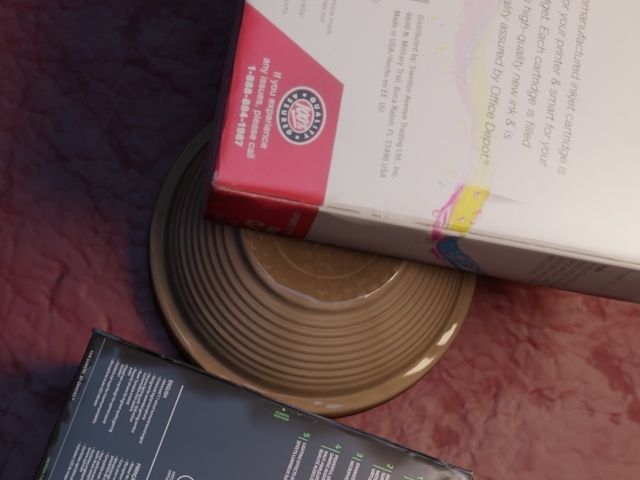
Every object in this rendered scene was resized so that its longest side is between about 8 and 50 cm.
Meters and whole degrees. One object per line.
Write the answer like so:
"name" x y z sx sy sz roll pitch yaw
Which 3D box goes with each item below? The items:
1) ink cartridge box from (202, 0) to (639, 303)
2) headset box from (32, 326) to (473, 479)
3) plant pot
"ink cartridge box" 0.093 -0.098 1.106 0.306 0.131 0.226 12 78 -6
"headset box" -0.060 0.227 1.122 0.283 0.131 0.246 20 74 -2
"plant pot" 0.000 0.000 1.197 0.237 0.110 0.237 2 77 -7
